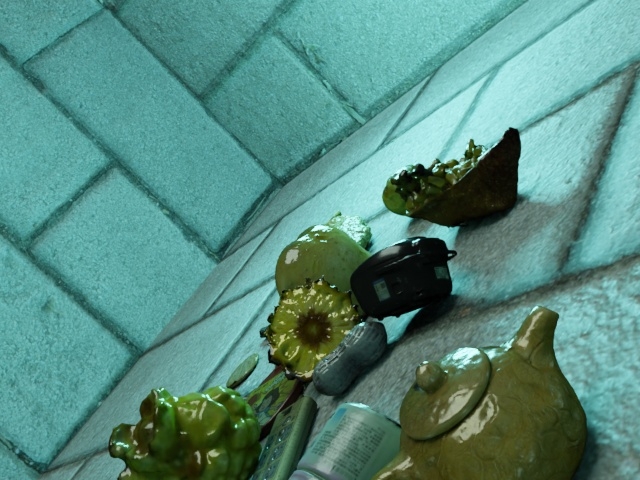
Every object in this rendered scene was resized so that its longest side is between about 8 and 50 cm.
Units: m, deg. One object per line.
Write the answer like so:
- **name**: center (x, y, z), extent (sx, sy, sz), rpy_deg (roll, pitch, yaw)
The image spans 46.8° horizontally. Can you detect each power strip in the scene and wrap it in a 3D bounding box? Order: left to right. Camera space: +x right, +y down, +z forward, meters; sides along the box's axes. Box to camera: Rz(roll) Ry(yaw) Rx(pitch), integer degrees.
- **power strip**: center (-0.062, 0.356, 1.286), extent (0.092, 0.034, 0.268), rpy_deg (-39, 13, 28)

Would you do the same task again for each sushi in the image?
- **sushi**: center (0.265, -0.114, 1.448), extent (0.167, 0.179, 0.296), rpy_deg (-43, 11, -20)

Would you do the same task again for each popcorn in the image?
- **popcorn**: center (-0.236, 0.381, 1.305), extent (0.270, 0.257, 0.224), rpy_deg (-7, 3, 3)

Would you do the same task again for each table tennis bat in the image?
- **table tennis bat**: center (-0.093, 0.310, 1.569), extent (0.200, 0.038, 0.310), rpy_deg (-38, 17, 28)

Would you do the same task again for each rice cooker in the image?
- **rice cooker**: center (0.147, 0.066, 1.302), extent (0.142, 0.118, 0.203), rpy_deg (-3, -20, -44)

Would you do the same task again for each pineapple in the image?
- **pineapple**: center (-0.008, 0.178, 1.429), extent (0.225, 0.225, 0.076), rpy_deg (-45, -29, 1)

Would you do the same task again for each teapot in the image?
- **teapot**: center (0.150, 0.196, 0.775), extent (0.311, 0.167, 0.203), rpy_deg (-46, 12, -3)

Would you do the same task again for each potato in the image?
- **potato**: center (0.009, 0.076, 1.594), extent (0.242, 0.242, 0.285), rpy_deg (-31, 15, 49)

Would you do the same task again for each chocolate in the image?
- **chocolate**: center (0.053, 0.208, 1.310), extent (0.167, 0.072, 0.072), rpy_deg (-43, 11, 4)

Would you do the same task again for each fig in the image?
- **fig**: center (0.214, -0.120, 1.784), extent (0.136, 0.121, 0.153), rpy_deg (-48, 11, 8)

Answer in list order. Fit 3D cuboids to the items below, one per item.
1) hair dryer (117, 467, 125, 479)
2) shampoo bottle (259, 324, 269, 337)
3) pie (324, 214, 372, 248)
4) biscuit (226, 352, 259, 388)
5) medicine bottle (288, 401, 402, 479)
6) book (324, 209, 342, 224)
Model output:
- **hair dryer**: center (-0.469, 0.563, 1.939), extent (0.219, 0.071, 0.124), rpy_deg (-55, 11, -5)
- **shampoo bottle**: center (-0.124, 0.237, 1.942), extent (0.048, 0.027, 0.137), rpy_deg (-57, 15, -25)
- **pie**: center (0.044, 0.031, 1.916), extent (0.201, 0.090, 0.248), rpy_deg (-6, 40, 46)
- **biscuit**: center (-0.199, 0.333, 1.894), extent (0.120, 0.015, 0.120), rpy_deg (-43, 11, 10)
- **medicine bottle**: center (0.035, 0.300, 0.903), extent (0.168, 0.135, 0.135), rpy_deg (-52, 13, -27)
- **book**: center (0.000, 0.000, 2.196), extent (0.192, 0.013, 0.168), rpy_deg (-46, -15, -3)
